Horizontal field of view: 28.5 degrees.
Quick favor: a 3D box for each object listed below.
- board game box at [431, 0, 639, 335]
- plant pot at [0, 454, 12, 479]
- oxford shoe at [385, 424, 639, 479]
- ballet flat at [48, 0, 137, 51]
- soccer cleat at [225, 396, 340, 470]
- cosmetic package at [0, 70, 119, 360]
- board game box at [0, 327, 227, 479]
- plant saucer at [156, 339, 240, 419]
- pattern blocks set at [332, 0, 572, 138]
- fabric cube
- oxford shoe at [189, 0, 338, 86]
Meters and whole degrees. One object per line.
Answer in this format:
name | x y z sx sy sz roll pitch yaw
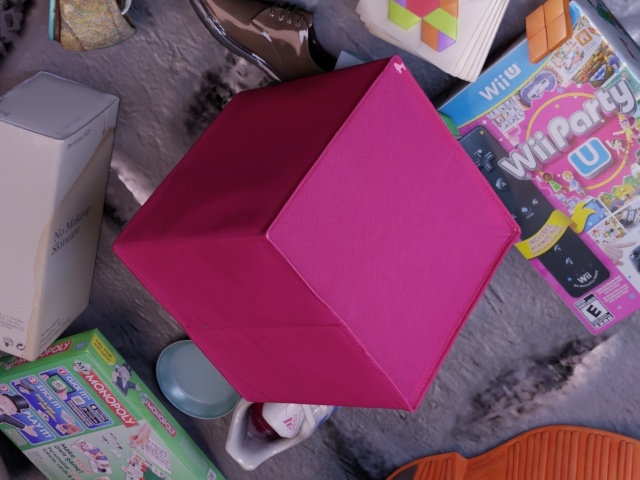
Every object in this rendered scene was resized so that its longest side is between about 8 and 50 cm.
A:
board game box | 0.282 -0.081 1.326 0.224 0.097 0.303 -38 97 30
plant pot | -0.576 0.261 1.732 0.256 0.256 0.274 -13 93 25
oxford shoe | 0.255 0.318 1.528 0.363 0.130 0.133 -13 127 31
ballet flat | -0.245 -0.376 1.372 0.123 0.123 0.349 10 117 15
soccer cleat | 0.005 0.163 1.513 0.116 0.143 0.331 41 121 -3
cosmetic package | -0.345 -0.029 1.538 0.113 0.160 0.309 20 121 8
board game box | -0.293 0.262 1.673 0.213 0.046 0.317 -18 124 25
plant saucer | -0.156 0.177 1.648 0.119 0.021 0.119 8 118 16
pattern blocks set | 0.128 -0.268 1.270 0.285 0.026 0.325 22 106 30
fabric cube | 0.000 0.000 1.302 0.258 0.254 0.259 -5 131 48
oxford shoe | -0.056 -0.238 1.383 0.227 0.083 0.096 41 119 -17
